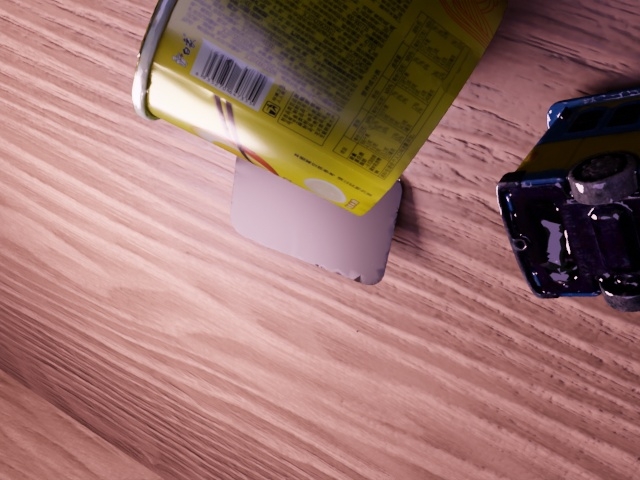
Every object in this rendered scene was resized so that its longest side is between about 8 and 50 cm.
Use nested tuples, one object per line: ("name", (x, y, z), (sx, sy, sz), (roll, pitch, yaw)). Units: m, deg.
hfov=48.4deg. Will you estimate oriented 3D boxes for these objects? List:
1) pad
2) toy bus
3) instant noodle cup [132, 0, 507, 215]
("pad", (-0.013, 0.014, 0.993), (0.250, 0.055, 0.323), (21, 136, 24))
("toy bus", (0.311, -0.043, 0.578), (0.288, 0.175, 0.138), (-3, 123, 42))
("instant noodle cup", (0.008, -0.177, 0.643), (0.221, 0.311, 0.311), (34, 141, -4))
